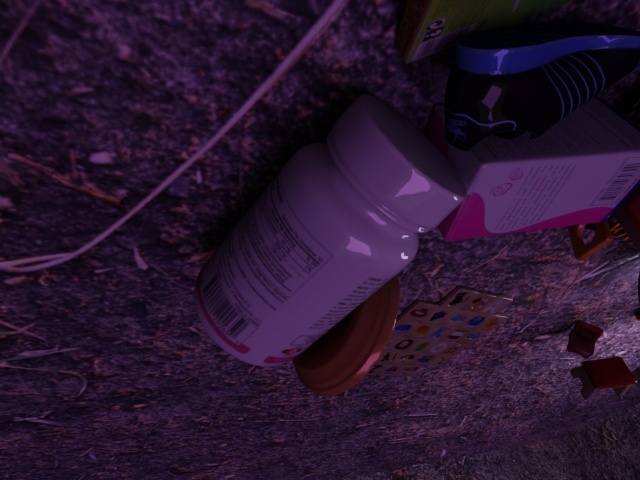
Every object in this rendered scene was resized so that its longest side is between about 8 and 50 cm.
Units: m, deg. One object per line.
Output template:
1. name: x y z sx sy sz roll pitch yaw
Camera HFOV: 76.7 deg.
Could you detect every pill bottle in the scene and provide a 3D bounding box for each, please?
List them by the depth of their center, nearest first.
1. pill bottle: 0.000 0.000 0.434 0.161 0.160 0.283 20 128 -37

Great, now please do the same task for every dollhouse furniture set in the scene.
1. dollhouse furniture set: 0.802 0.243 0.992 0.375 0.201 0.152 -6 140 -5

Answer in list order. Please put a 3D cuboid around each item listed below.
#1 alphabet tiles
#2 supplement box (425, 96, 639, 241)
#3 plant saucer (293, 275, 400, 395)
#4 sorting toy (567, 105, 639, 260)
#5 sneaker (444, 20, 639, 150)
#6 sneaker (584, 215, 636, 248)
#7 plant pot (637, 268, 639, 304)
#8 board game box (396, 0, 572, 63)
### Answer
1. alphabet tiles: 0.241 0.213 0.887 0.286 0.011 0.342 13 132 -31
2. supplement box: 0.235 -0.084 0.462 0.220 0.113 0.111 -7 140 -14
3. plant saucer: 0.019 0.097 0.530 0.037 0.199 0.200 30 123 -24
4. sorting toy: 0.381 -0.092 0.456 0.047 0.195 0.347 9 136 -3
5. sneaker: 0.210 -0.147 0.378 0.233 0.081 0.090 -15 131 -20
6. sneaker: 0.489 -0.030 0.641 0.215 0.083 0.084 5 137 -23
7. plant pot: 0.718 0.079 0.739 0.196 0.290 0.290 8 149 27
8. board game box: 0.192 -0.215 0.303 0.260 0.039 0.124 -17 -179 2
